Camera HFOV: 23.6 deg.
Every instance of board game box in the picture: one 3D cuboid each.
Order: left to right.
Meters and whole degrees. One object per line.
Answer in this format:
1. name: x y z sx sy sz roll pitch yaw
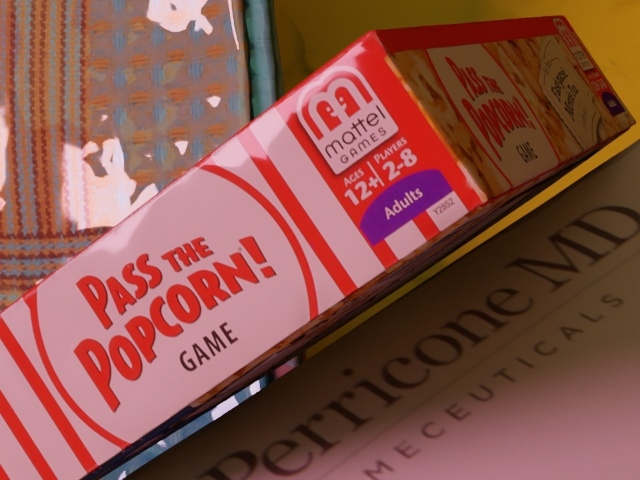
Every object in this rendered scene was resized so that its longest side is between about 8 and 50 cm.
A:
1. board game box: 0.000 0.000 0.416 0.147 0.193 0.045 -35 86 21

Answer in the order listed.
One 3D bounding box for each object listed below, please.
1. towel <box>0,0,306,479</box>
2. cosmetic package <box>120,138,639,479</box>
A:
1. towel: -0.144 -0.016 0.576 0.271 0.040 0.370 -5 80 8
2. cosmetic package: 0.183 0.158 0.324 0.230 0.161 0.453 -32 42 -29
